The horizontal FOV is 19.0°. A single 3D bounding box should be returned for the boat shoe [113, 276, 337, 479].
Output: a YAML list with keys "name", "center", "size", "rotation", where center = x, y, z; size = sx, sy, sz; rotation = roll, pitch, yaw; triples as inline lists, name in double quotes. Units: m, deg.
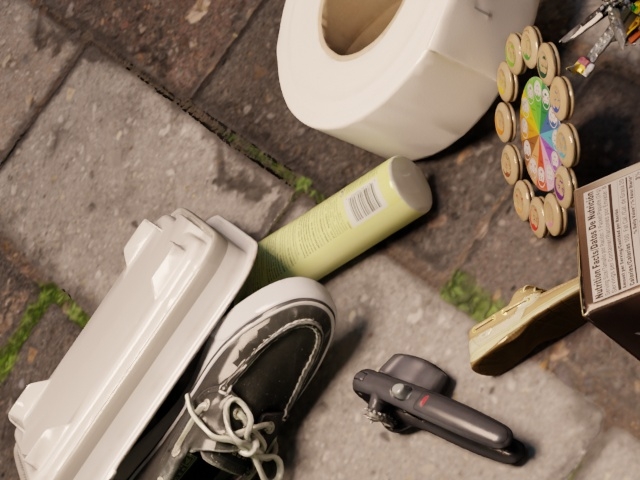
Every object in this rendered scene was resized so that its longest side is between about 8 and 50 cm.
- name: "boat shoe"
  center: [-0.084, 0.172, 1.728]
  size: [0.306, 0.113, 0.105]
  rotation: [-46, 36, 11]

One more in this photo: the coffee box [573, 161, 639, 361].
- name: "coffee box"
  center: [0.352, -0.007, 1.382]
  size: [0.297, 0.168, 0.119]
  rotation: [-25, 48, 32]

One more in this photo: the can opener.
- name: "can opener"
  center: [0.097, 0.144, 1.613]
  size: [0.186, 0.059, 0.073]
  rotation: [24, 81, 50]

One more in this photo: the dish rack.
- name: "dish rack"
  center: [-0.197, 0.108, 1.837]
  size: [0.333, 0.072, 0.285]
  rotation: [-55, 15, -1]

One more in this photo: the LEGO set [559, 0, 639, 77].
- name: "LEGO set"
  center: [0.288, -0.293, 1.622]
  size: [0.255, 0.192, 0.331]
  rotation: [-36, 43, 21]

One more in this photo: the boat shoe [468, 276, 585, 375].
- name: "boat shoe"
  center: [0.176, 0.062, 1.599]
  size: [0.135, 0.050, 0.045]
  rotation: [-34, 50, 24]

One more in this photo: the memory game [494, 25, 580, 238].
- name: "memory game"
  center: [0.183, -0.091, 1.629]
  size: [0.186, 0.012, 0.186]
  rotation: [172, 90, -76]

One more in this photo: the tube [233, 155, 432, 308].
- name: "tube"
  center: [0.000, 0.000, 1.816]
  size: [0.240, 0.062, 0.070]
  rotation: [-32, 1, 32]

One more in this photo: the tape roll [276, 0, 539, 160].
- name: "tape roll"
  center: [0.080, -0.221, 1.803]
  size: [0.286, 0.100, 0.286]
  rotation: [-33, 47, 43]
